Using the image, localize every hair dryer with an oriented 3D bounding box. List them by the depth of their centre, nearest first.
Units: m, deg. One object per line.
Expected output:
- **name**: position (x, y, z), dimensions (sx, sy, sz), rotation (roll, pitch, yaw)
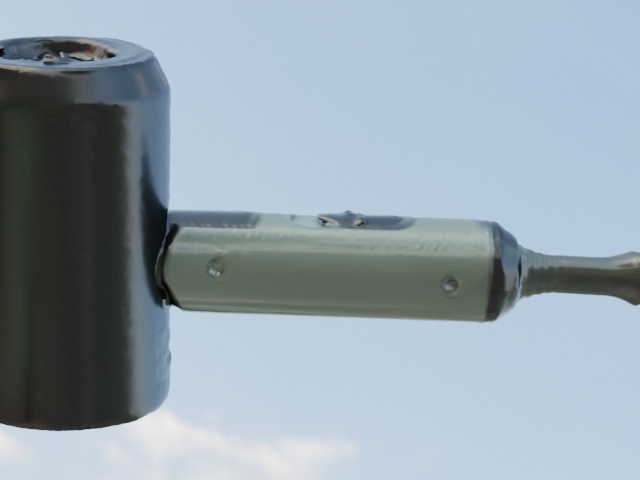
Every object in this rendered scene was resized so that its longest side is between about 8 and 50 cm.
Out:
- **hair dryer**: position (0.000, 0.000, 0.512), dimensions (0.197, 0.057, 0.100), rotation (3, -72, -5)
